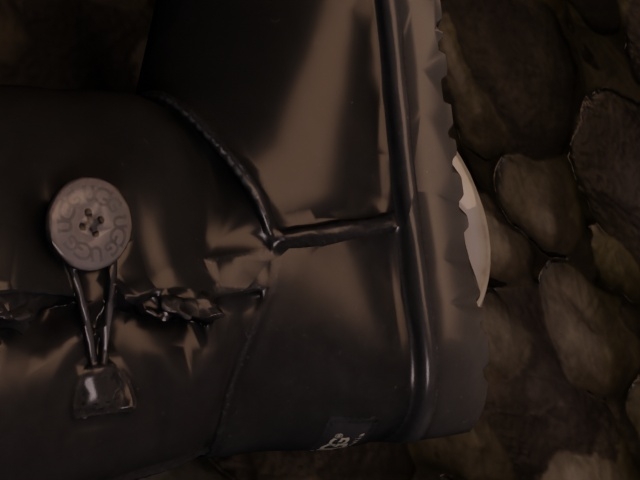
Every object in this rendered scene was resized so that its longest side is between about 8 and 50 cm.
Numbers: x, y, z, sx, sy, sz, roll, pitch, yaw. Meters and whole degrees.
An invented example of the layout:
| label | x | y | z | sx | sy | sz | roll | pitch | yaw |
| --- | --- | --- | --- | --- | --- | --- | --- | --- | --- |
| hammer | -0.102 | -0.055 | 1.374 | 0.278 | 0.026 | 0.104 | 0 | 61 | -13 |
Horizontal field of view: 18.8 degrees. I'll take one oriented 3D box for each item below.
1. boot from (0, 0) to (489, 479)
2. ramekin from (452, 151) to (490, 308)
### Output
| label | x | y | z | sx | sy | sz | roll | pitch | yaw |
| --- | --- | --- | --- | --- | --- | --- | --- | --- | --- |
| boot | -0.163 | -0.057 | 0.865 | 0.445 | 0.146 | 0.367 | -6 | 74 | -25 |
| ramekin | 0.000 | 0.000 | 1.088 | 0.207 | 0.109 | 0.207 | 21 | 54 | -33 |
